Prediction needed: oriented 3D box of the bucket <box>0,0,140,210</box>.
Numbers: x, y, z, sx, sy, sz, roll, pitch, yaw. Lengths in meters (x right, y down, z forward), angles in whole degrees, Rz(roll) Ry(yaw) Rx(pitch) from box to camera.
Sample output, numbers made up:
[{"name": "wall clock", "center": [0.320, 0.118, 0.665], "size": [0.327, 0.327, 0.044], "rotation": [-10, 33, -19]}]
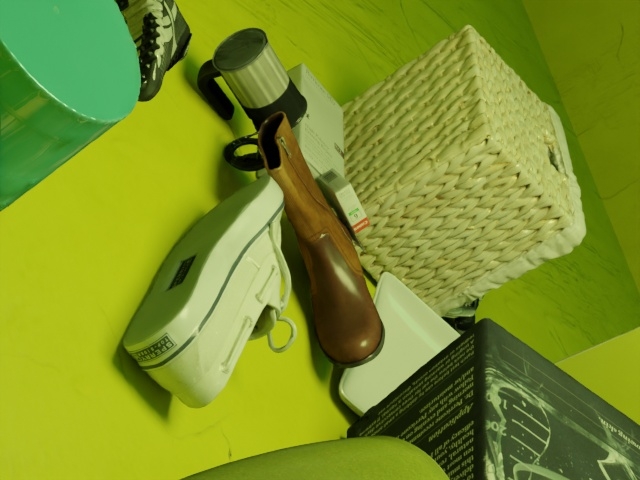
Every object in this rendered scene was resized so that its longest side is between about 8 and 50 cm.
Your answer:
[{"name": "bucket", "center": [-0.320, -0.180, 1.277], "size": [0.281, 0.183, 0.281], "rotation": [46, 28, -33]}]

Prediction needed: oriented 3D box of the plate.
[{"name": "plate", "center": [0.147, 0.218, 1.907], "size": [0.277, 0.045, 0.278], "rotation": [41, 38, -14]}]

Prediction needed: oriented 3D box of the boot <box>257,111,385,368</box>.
[{"name": "boot", "center": [0.000, 0.000, 1.759], "size": [0.264, 0.096, 0.280], "rotation": [-90, 162, -49]}]

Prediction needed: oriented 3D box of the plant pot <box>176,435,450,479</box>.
[{"name": "plant pot", "center": [-0.052, 0.312, 1.242], "size": [0.294, 0.275, 0.274], "rotation": [13, 52, -41]}]

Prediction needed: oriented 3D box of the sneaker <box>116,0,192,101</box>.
[{"name": "sneaker", "center": [-0.210, -0.255, 1.725], "size": [0.106, 0.078, 0.234], "rotation": [38, 30, -39]}]

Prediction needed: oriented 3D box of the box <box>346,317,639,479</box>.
[{"name": "box", "center": [0.275, 0.432, 1.564], "size": [0.480, 0.297, 0.471], "rotation": [35, 33, -17]}]

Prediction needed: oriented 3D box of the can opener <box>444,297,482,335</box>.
[{"name": "can opener", "center": [0.255, 0.096, 2.341], "size": [0.280, 0.074, 0.093], "rotation": [-52, 147, -63]}]

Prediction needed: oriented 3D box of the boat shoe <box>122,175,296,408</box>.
[{"name": "boat shoe", "center": [-0.095, 0.068, 1.538], "size": [0.156, 0.136, 0.367], "rotation": [54, 27, -18]}]

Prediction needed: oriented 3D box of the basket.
[{"name": "basket", "center": [0.204, -0.106, 2.108], "size": [0.266, 0.331, 0.328], "rotation": [44, 28, -32]}]

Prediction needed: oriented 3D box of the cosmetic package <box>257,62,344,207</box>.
[{"name": "cosmetic package", "center": [-0.027, -0.149, 1.983], "size": [0.117, 0.085, 0.231], "rotation": [46, 29, -34]}]

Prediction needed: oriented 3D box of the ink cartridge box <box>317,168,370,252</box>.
[{"name": "ink cartridge box", "center": [0.041, -0.042, 1.883], "size": [0.115, 0.029, 0.063], "rotation": [61, -9, -33]}]

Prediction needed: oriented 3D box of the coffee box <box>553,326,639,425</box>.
[{"name": "coffee box", "center": [0.524, 0.343, 2.262], "size": [0.334, 0.338, 0.338], "rotation": [0, 66, -64]}]

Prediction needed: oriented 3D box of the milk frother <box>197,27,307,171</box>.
[{"name": "milk frother", "center": [-0.097, -0.188, 1.813], "size": [0.134, 0.129, 0.143], "rotation": [55, 15, -42]}]
